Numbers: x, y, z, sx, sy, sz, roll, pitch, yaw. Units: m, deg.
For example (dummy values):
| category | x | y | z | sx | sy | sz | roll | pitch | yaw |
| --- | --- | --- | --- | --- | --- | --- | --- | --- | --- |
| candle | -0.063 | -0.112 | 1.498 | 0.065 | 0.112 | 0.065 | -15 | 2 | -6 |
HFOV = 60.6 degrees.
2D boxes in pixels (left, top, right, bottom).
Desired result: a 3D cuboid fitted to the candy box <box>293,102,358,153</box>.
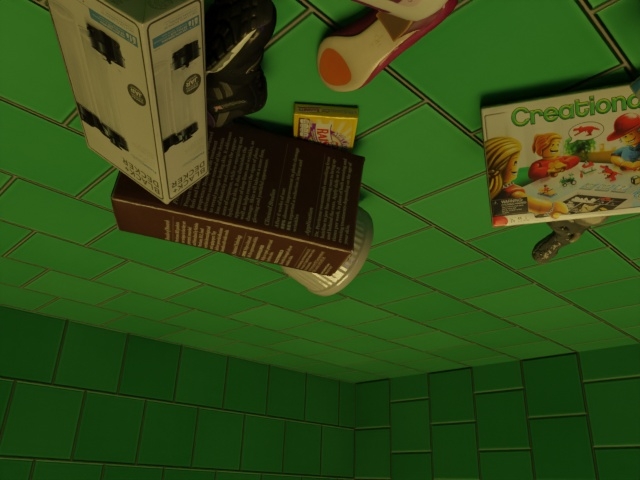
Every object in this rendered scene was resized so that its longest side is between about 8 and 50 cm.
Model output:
| category | x | y | z | sx | sy | sz | roll | pitch | yaw |
| --- | --- | --- | --- | --- | --- | --- | --- | --- | --- |
| candy box | 0.005 | -0.165 | 0.965 | 0.105 | 0.027 | 0.206 | 2 | 156 | -2 |

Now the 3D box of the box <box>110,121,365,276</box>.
| category | x | y | z | sx | sy | sz | roll | pitch | yaw |
| --- | --- | --- | --- | --- | --- | --- | --- | --- | --- |
| box | -0.131 | -0.080 | 0.927 | 0.382 | 0.191 | 0.143 | 14 | 155 | -11 |

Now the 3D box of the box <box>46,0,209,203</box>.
| category | x | y | z | sx | sy | sz | roll | pitch | yaw |
| --- | --- | --- | --- | --- | --- | --- | --- | --- | --- |
| box | -0.232 | -0.198 | 0.691 | 0.169 | 0.087 | 0.290 | 35 | 147 | 13 |

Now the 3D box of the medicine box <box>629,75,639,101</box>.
| category | x | y | z | sx | sy | sz | roll | pitch | yaw |
| --- | --- | --- | --- | --- | --- | --- | --- | --- | --- |
| medicine box | 0.543 | -0.212 | 0.560 | 0.290 | 0.149 | 0.263 | -17 | 161 | -18 |

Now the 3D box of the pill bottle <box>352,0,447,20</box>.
| category | x | y | z | sx | sy | sz | roll | pitch | yaw |
| --- | --- | --- | --- | --- | --- | --- | --- | --- | --- |
| pill bottle | -0.016 | -0.316 | 0.468 | 0.302 | 0.169 | 0.169 | 11 | 154 | -20 |

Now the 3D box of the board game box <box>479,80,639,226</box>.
| category | x | y | z | sx | sy | sz | roll | pitch | yaw |
| --- | --- | --- | --- | --- | --- | --- | --- | --- | --- |
| board game box | 0.409 | -0.132 | 0.833 | 0.306 | 0.192 | 0.053 | -6 | -163 | 17 |

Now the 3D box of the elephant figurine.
| category | x | y | z | sx | sy | sz | roll | pitch | yaw |
| --- | --- | --- | --- | --- | --- | --- | --- | --- | --- |
| elephant figurine | 0.458 | -0.077 | 0.948 | 0.240 | 0.185 | 0.169 | -20 | 171 | 24 |

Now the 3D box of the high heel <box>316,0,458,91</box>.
| category | x | y | z | sx | sy | sz | roll | pitch | yaw |
| --- | --- | --- | --- | --- | --- | --- | --- | --- | --- |
| high heel | 0.083 | -0.271 | 0.710 | 0.082 | 0.117 | 0.244 | 54 | 156 | -5 |

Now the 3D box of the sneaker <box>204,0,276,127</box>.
| category | x | y | z | sx | sy | sz | roll | pitch | yaw |
| --- | --- | --- | --- | --- | --- | --- | --- | --- | --- |
| sneaker | -0.112 | -0.237 | 0.748 | 0.124 | 0.107 | 0.283 | 13 | 163 | -32 |

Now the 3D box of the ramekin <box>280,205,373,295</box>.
| category | x | y | z | sx | sy | sz | roll | pitch | yaw |
| --- | --- | --- | --- | --- | --- | --- | --- | --- | --- |
| ramekin | 0.000 | 0.000 | 1.128 | 0.109 | 0.207 | 0.207 | 31 | 144 | -29 |
